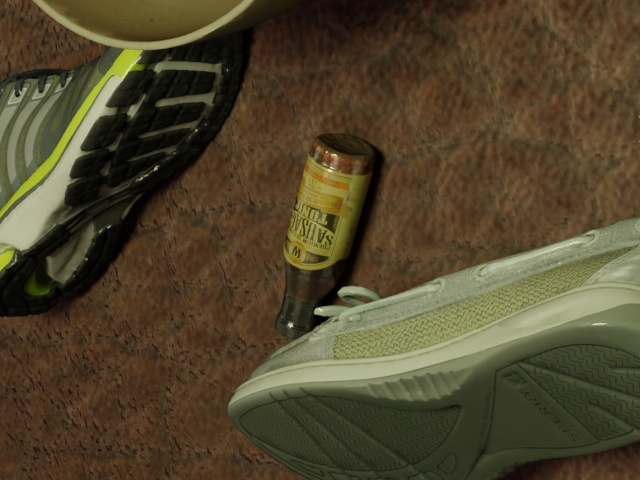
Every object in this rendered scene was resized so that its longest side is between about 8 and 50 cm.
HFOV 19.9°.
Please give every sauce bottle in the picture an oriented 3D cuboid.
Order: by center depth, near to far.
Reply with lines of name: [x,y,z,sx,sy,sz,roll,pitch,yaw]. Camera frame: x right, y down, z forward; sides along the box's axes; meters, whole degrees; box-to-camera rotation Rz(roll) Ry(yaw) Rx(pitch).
sauce bottle: [0.000,0.000,1.098,0.042,0.042,0.128,28,116,34]

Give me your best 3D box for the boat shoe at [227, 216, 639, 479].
boat shoe: [0.079,0.066,1.012,0.118,0.103,0.320,43,139,-22]

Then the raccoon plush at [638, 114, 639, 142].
raccoon plush: [0.221,0.118,0.808,0.299,0.216,0.446,-106,26,-54]

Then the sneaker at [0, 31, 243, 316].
sneaker: [-0.162,-0.076,1.184,0.300,0.111,0.121,-46,64,34]

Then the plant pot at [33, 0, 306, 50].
plant pot: [-0.036,-0.249,0.983,0.284,0.191,0.284,8,103,39]
